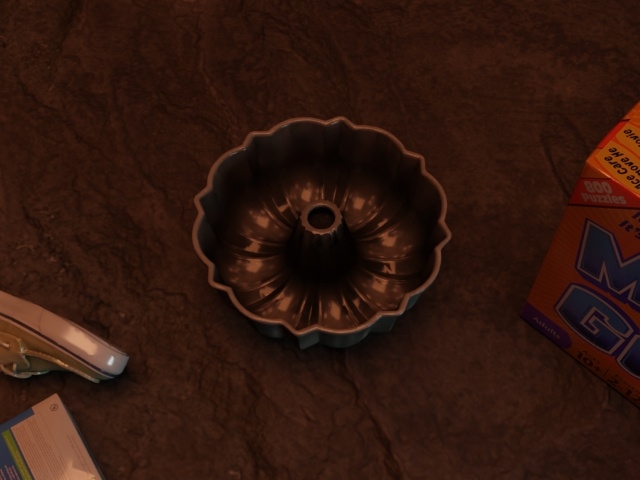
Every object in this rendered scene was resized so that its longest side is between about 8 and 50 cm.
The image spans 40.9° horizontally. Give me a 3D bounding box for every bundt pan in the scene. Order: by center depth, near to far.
[{"bbox_3d":[0.000,0.000,1.133,0.331,0.124,0.331,0,60,0],"label":"bundt pan"}]

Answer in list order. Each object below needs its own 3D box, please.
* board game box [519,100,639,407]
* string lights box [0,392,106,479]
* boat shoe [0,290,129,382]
[{"bbox_3d":[0.508,0.003,0.994,0.356,0.356,0.356,39,67,21],"label":"board game box"},{"bbox_3d":[-0.384,0.304,0.977,0.259,0.077,0.133,-29,63,-16],"label":"string lights box"},{"bbox_3d":[-0.381,0.124,1.083,0.302,0.109,0.094,19,76,21],"label":"boat shoe"}]
